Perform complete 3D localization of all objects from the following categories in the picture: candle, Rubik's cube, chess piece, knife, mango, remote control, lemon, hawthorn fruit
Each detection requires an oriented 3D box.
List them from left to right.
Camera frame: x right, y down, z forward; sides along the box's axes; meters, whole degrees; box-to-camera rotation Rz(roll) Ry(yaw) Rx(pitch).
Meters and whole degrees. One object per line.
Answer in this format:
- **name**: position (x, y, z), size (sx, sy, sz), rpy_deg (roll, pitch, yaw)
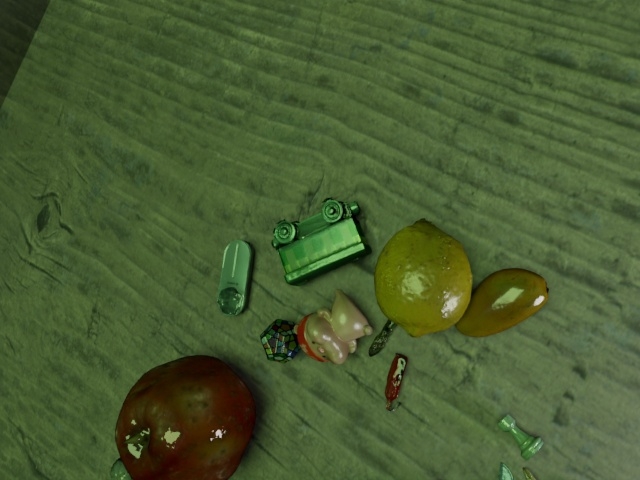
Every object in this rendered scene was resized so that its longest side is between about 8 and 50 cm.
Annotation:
- **hawthorn fruit**: position (-0.405, 0.531, 1.389), size (0.402, 0.403, 0.403), rpy_deg (-3, 81, 21)
- **remote control**: position (-0.273, 0.121, 1.574), size (0.104, 0.052, 0.247), rpy_deg (6, 85, 24)
- **Rubik's cube**: position (-0.118, 0.301, 1.453), size (0.112, 0.133, 0.133), rpy_deg (43, 100, -4)
- **candle**: position (0.209, 0.396, 1.351), size (0.053, 0.048, 0.162), rpy_deg (13, 87, 57)
- **lemon**: position (0.264, 0.096, 1.259), size (0.253, 0.253, 0.311), rpy_deg (0, 76, 22)
- **mango**: position (0.455, 0.159, 1.246), size (0.253, 0.113, 0.138), rpy_deg (-37, 75, 21)
- **knife**: position (0.472, 0.721, 1.211), size (0.044, 0.019, 0.313), rpy_deg (-5, 79, 24)
- **chess piece**: position (0.495, 0.486, 1.211), size (0.067, 0.067, 0.103), rpy_deg (-51, 59, 8)

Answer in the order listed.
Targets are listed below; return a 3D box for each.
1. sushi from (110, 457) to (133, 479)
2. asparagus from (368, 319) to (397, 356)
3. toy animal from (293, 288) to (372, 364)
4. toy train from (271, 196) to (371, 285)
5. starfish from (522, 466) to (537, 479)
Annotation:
- **sushi**: position (-0.542, 0.824, 1.516), size (0.210, 0.170, 0.350), rpy_deg (-15, 79, 38)
- **asparagus**: position (0.186, 0.264, 1.381), size (0.036, 0.030, 0.165), rpy_deg (34, 95, 12)
- **toy animal**: position (0.031, 0.254, 1.379), size (0.197, 0.171, 0.171), rpy_deg (-40, 70, 5)
- **toy train**: position (0.000, 0.000, 1.447), size (0.300, 0.120, 0.202), rpy_deg (-24, 78, 17)
- **starfish**: position (0.554, 0.691, 1.163), size (0.138, 0.050, 0.248), rpy_deg (2, 80, 24)
